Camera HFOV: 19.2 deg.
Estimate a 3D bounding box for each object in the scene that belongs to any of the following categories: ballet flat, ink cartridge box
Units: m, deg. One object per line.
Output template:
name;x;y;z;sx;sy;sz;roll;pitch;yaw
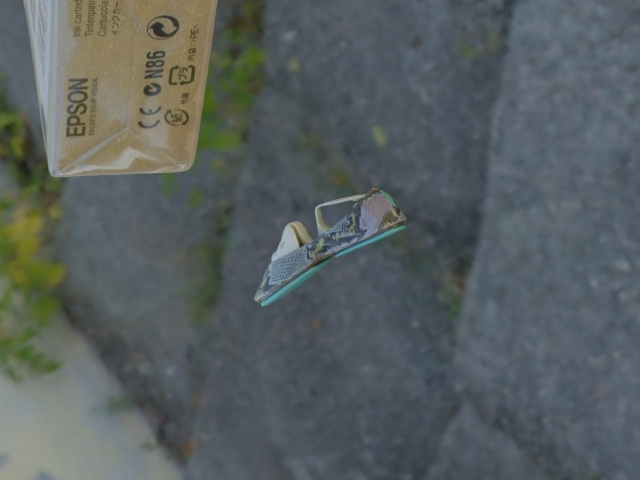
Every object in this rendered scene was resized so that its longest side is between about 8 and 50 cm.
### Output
ballet flat;0.000;0.000;1.174;0.114;0.041;0.041;-30;86;25
ink cartridge box;-0.112;-0.180;1.018;0.234;0.088;0.193;102;159;-49
